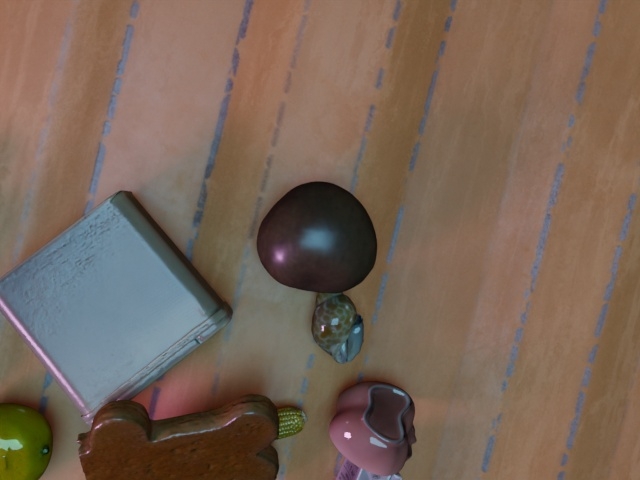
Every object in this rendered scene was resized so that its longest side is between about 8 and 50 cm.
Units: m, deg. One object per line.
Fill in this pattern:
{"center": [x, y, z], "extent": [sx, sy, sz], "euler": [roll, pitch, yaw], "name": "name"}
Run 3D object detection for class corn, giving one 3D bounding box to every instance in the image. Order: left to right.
{"center": [-0.130, 0.413, 1.453], "extent": [0.207, 0.067, 0.067], "euler": [-11, 95, -5], "name": "corn"}

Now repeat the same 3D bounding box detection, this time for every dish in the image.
{"center": [0.131, 0.386, 1.417], "extent": [0.213, 0.213, 0.090], "euler": [17, 135, -9], "name": "dish"}

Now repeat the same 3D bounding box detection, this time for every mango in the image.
{"center": [-0.672, 0.446, 1.338], "extent": [0.273, 0.149, 0.185], "euler": [-37, 105, 2], "name": "mango"}

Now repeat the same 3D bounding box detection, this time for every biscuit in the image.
{"center": [-0.280, 0.418, 1.335], "extent": [0.394, 0.076, 0.368], "euler": [-6, 134, -10], "name": "biscuit"}

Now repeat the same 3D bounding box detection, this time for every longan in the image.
{"center": [0.000, 0.000, 1.367], "extent": [0.246, 0.215, 0.245], "euler": [0, 91, 15], "name": "longan"}

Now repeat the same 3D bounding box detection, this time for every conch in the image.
{"center": [0.032, 0.185, 1.444], "extent": [0.116, 0.106, 0.172], "euler": [-34, 117, -24], "name": "conch"}

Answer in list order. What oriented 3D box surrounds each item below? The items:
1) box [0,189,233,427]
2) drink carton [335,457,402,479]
{"center": [-0.419, 0.130, 1.340], "extent": [0.352, 0.177, 0.343], "euler": [-37, 97, -3], "name": "box"}
{"center": [0.082, 0.580, 1.459], "extent": [0.102, 0.134, 0.222], "euler": [22, 90, -6], "name": "drink carton"}
